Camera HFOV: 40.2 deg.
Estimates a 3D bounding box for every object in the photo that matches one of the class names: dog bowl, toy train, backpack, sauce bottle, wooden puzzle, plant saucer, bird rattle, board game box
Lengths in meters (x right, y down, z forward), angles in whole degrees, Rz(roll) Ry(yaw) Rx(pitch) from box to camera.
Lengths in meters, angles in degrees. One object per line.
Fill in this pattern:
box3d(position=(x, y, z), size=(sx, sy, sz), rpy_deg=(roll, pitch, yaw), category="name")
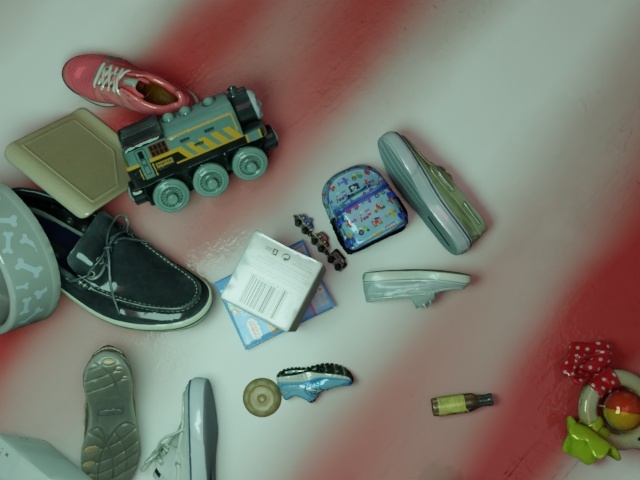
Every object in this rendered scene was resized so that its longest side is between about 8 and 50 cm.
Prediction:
box3d(position=(-0.677, 0.035, 1.738), size=(0.349, 0.349, 0.102), rpy_deg=(47, 43, 5), category="dog bowl")
box3d(position=(0.000, 0.000, 1.870), size=(0.036, 0.027, 0.158), rpy_deg=(-42, 86, -6), category="toy train")
box3d(position=(0.086, -0.078, 1.831), size=(0.158, 0.117, 0.173), rpy_deg=(-24, 82, -2), category="backpack")
box3d(position=(0.296, 0.341, 1.825), size=(0.128, 0.042, 0.042), rpy_deg=(-7, 85, 2), category="sauce bottle")
box3d(position=(-0.501, -0.162, 1.830), size=(0.221, 0.239, 0.044), rpy_deg=(38, 131, 4), category="wooden puzzle")
box3d(position=(-0.124, 0.333, 1.850), size=(0.083, 0.015, 0.083), rpy_deg=(0, 85, 2), category="plant saucer")
box3d(position=(0.590, 0.337, 1.803), size=(0.207, 0.143, 0.253), rpy_deg=(12, 72, -9), category="bird rattle")
box3d(position=(-0.256, -0.191, 1.800), size=(0.334, 0.142, 0.190), rpy_deg=(-23, 125, -4), category="toy train")
box3d(position=(-0.097, 0.115, 1.856), size=(0.211, 0.039, 0.160), rpy_deg=(-26, 85, -2), category="board game box")

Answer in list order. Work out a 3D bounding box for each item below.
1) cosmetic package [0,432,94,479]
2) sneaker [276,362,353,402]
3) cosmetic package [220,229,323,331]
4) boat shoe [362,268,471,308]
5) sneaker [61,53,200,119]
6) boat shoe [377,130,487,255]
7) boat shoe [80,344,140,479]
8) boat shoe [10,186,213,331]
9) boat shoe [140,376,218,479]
box3d(position=(-0.586, 0.535, 1.732), size=(0.224, 0.138, 0.224), rpy_deg=(20, 85, 39), category="cosmetic package")
box3d(position=(-0.010, 0.303, 1.837), size=(0.162, 0.063, 0.073), rpy_deg=(-5, 103, 5), category="sneaker")
box3d(position=(-0.088, 0.085, 1.746), size=(0.151, 0.184, 0.151), rpy_deg=(27, 86, 4), category="cosmetic package")
box3d(position=(0.202, 0.102, 1.837), size=(0.227, 0.079, 0.081), rpy_deg=(-1, 92, 7), category="boat shoe")
box3d(position=(-0.405, -0.335, 1.854), size=(0.314, 0.136, 0.116), rpy_deg=(18, 85, 3), category="sneaker")
box3d(position=(0.234, -0.111, 1.847), size=(0.094, 0.109, 0.302), rpy_deg=(-36, 94, -17), category="boat shoe")
box3d(position=(-0.433, 0.368, 1.809), size=(0.123, 0.116, 0.324), rpy_deg=(4, 104, -14), category="boat shoe")
box3d(position=(-0.454, 0.037, 1.792), size=(0.500, 0.156, 0.187), rpy_deg=(25, 53, 5), category="boat shoe")
box3d(position=(-0.297, 0.463, 1.796), size=(0.156, 0.136, 0.367), rpy_deg=(1, 95, 5), category="boat shoe")
